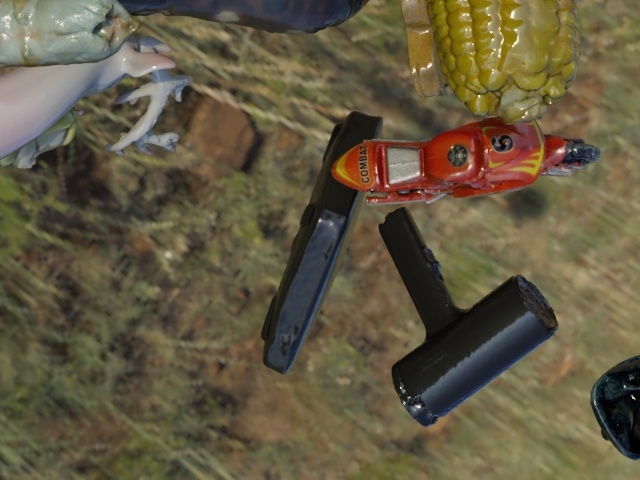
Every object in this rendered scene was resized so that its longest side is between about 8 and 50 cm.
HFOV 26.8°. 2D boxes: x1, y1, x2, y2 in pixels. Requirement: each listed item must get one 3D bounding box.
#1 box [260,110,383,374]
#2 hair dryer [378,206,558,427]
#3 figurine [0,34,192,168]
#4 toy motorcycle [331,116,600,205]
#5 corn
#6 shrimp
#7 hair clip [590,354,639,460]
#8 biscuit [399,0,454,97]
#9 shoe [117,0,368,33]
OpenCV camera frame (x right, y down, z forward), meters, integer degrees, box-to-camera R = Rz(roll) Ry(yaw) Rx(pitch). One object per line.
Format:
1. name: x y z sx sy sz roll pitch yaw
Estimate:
1. box: 0.000 0.000 1.815 0.289 0.073 0.290 -71 -179 -52
2. hair dryer: 0.141 0.064 1.602 0.197 0.251 0.089 -38 154 19
3. figurine: -0.286 -0.163 1.379 0.316 0.206 0.284 -27 176 -21
4. toy motorcycle: 0.175 -0.095 1.603 0.171 0.298 0.089 -3 87 -62
5. corn: 0.123 -0.265 1.039 0.120 0.363 0.120 -11 173 -1
6. shrimp: -0.191 -0.116 0.759 0.166 0.161 0.049 -70 155 -77
7. hair clip: 0.453 0.130 1.571 0.194 0.206 0.310 -23 -145 55
8. biscuit: 0.097 -0.247 1.261 0.166 0.036 0.225 -24 110 -70
9. shoe: -0.149 -0.283 1.187 0.237 0.384 0.171 -51 -174 -15
